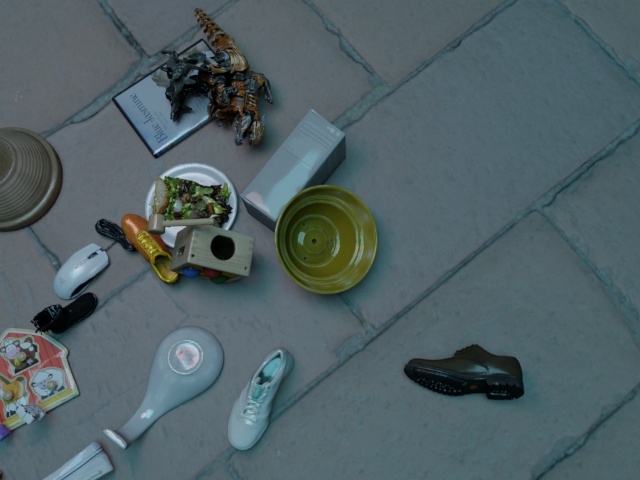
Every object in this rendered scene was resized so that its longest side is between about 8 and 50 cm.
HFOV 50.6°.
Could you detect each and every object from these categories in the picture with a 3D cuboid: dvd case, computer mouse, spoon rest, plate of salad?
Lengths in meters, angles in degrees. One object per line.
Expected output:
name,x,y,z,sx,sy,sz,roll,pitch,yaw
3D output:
dvd case,-0.318,-0.324,1.526,0.253,0.022,0.180,-36,76,-7
computer mouse,-0.484,0.044,1.419,0.106,0.042,0.193,41,80,11
spoon rest,-0.307,0.288,1.337,0.137,0.084,0.276,37,66,10
plate of salad,-0.278,-0.078,1.443,0.200,0.048,0.199,-1,74,2

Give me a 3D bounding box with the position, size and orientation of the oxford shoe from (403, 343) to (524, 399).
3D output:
oxford shoe,0.278,0.251,1.326,0.227,0.082,0.096,5,52,5

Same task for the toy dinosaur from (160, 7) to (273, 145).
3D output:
toy dinosaur,-0.224,-0.347,1.467,0.219,0.164,0.321,-14,55,-17

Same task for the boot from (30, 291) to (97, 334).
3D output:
boot,-0.515,0.144,1.363,0.121,0.099,0.045,-39,78,-8

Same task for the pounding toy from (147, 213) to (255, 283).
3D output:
pounding toy,-0.239,0.019,1.305,0.206,0.181,0.094,15,74,-25

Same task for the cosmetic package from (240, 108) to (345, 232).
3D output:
cosmetic package,-0.053,-0.136,1.412,0.107,0.127,0.238,39,77,11

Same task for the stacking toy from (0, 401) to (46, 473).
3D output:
stacking toy,-0.664,0.342,1.319,0.221,0.052,0.167,38,92,12

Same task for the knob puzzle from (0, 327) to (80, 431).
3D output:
knob puzzle,-0.603,0.264,1.369,0.213,0.030,0.213,-1,75,3

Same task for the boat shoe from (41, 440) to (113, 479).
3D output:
boat shoe,-0.496,0.478,1.271,0.226,0.083,0.075,-38,84,-15

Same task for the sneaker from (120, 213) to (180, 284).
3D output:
sneaker,-0.344,0.013,1.393,0.064,0.067,0.175,-40,91,-16

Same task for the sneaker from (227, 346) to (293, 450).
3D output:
sneaker,-0.123,0.301,1.308,0.080,0.094,0.212,23,77,7

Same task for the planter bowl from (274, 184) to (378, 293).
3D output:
planter bowl,0.000,0.000,1.374,0.217,0.090,0.217,1,86,-19

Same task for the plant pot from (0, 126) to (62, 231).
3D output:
plant pot,-0.688,-0.146,1.446,0.238,0.109,0.237,-1,74,3
